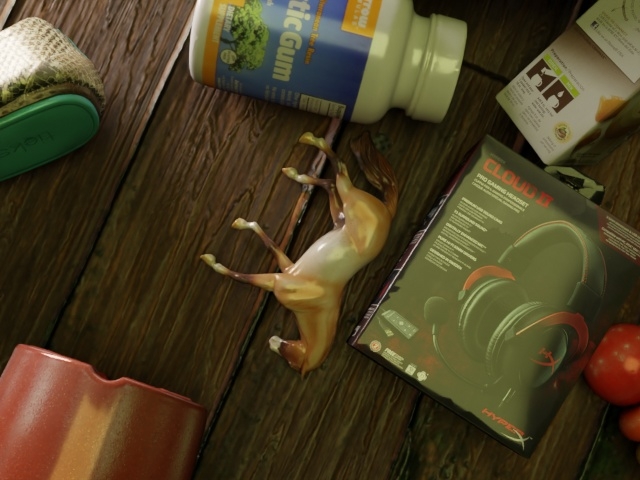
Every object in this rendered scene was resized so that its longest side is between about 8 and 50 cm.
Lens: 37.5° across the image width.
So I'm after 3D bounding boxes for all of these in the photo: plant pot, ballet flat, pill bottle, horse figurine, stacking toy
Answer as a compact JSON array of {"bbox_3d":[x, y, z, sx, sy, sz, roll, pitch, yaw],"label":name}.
[{"bbox_3d":[-0.244,0.256,0.909,0.272,0.272,0.265,20,77,-1],"label":"plant pot"},{"bbox_3d":[-0.462,-0.085,0.983,0.483,0.164,0.182,-32,66,-10],"label":"ballet flat"},{"bbox_3d":[0.010,-0.210,0.997,0.272,0.152,0.152,13,85,-1],"label":"pill bottle"},{"bbox_3d":[0.000,0.000,1.024,0.174,0.066,0.263,40,87,7],"label":"horse figurine"},{"bbox_3d":[0.398,0.231,0.996,0.141,0.141,0.330,-32,83,-4],"label":"stacking toy"}]

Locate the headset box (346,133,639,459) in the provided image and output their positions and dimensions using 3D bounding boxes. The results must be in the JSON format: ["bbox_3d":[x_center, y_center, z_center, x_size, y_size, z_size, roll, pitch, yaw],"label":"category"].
[{"bbox_3d":[0.196,0.046,1.005,0.218,0.110,0.293,34,85,1],"label":"headset box"}]

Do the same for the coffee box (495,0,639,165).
[{"bbox_3d":[0.319,-0.188,0.950,0.246,0.141,0.098,-44,70,31],"label":"coffee box"}]
